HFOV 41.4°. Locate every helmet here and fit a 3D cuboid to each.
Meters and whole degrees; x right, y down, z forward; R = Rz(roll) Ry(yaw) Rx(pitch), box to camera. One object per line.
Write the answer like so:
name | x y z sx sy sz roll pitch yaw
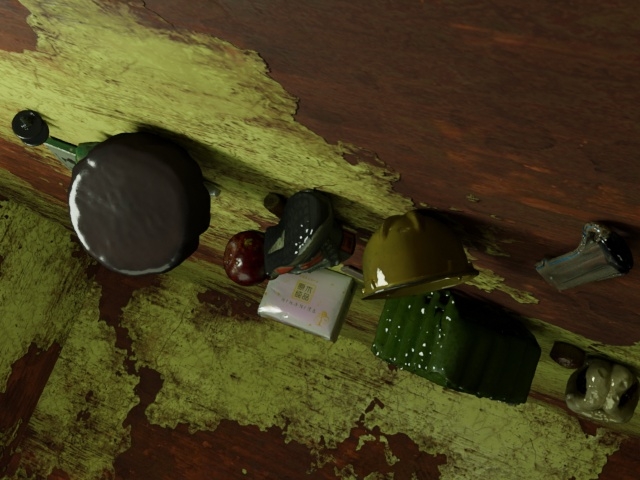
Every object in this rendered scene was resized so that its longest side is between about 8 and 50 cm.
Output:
helmet | 0.158 0.020 1.453 0.205 0.140 0.257 -13 174 11

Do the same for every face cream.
face cream | -0.283 -0.124 1.880 0.130 0.034 0.034 18 168 16

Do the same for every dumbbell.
dumbbell | -0.648 -0.251 1.893 0.069 0.069 0.147 22 169 1

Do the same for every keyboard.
keyboard | 0.133 0.102 2.195 0.166 0.017 0.055 25 164 -16

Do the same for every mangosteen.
mangosteen | -0.166 0.058 2.224 0.181 0.145 0.156 28 165 -28

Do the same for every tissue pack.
tissue pack | -0.036 0.163 2.371 0.225 0.185 0.124 18 168 16

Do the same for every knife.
knife | 0.397 0.030 1.295 0.089 0.043 0.365 54 174 8

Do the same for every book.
book | -0.498 -0.149 2.160 0.371 0.043 0.260 21 168 8

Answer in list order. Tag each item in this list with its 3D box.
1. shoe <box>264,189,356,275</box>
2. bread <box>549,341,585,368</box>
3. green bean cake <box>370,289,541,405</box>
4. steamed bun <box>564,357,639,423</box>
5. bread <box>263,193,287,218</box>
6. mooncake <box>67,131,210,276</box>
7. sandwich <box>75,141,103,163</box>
shoe | 0.000 0.000 1.705 0.171 0.132 0.336 4 163 -18
bread | 0.599 0.284 2.058 0.085 0.053 0.085 21 169 4
green bean cake | 0.328 0.245 2.048 0.319 0.218 0.335 20 178 -34
steamed bun | 0.686 0.348 2.034 0.172 0.140 0.155 16 154 16
bread | -0.081 -0.067 1.757 0.047 0.036 0.083 12 167 37
mooncake | -0.350 -0.074 1.660 0.283 0.283 0.141 21 -157 8
sandwich | -0.425 -0.112 1.812 0.292 0.212 0.109 36 165 12
